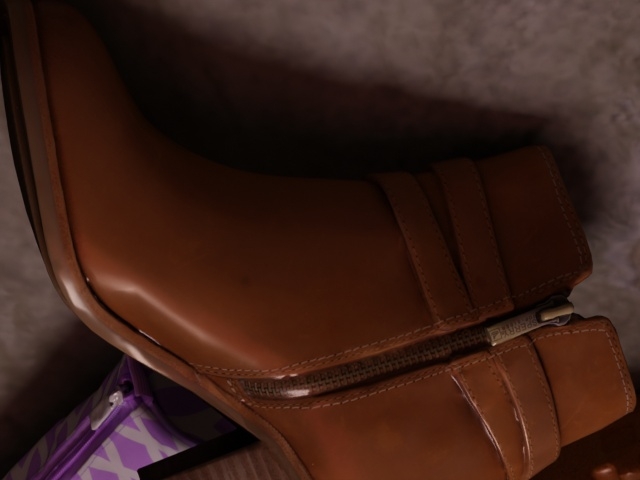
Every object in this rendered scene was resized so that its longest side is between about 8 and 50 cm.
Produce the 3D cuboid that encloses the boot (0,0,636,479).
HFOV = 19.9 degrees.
[{"bbox_3d":[0.000,0.000,0.768,0.220,0.109,0.283,-23,95,-7],"label":"boot"}]

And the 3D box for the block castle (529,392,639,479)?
[{"bbox_3d":[0.099,0.271,0.954,0.453,0.213,0.303,-21,130,17],"label":"block castle"}]

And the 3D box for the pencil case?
[{"bbox_3d":[-0.108,0.121,0.893,0.088,0.086,0.206,-3,143,-48],"label":"pencil case"}]
